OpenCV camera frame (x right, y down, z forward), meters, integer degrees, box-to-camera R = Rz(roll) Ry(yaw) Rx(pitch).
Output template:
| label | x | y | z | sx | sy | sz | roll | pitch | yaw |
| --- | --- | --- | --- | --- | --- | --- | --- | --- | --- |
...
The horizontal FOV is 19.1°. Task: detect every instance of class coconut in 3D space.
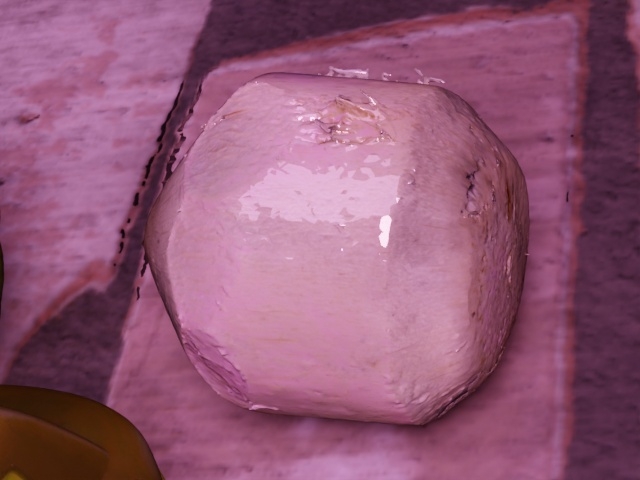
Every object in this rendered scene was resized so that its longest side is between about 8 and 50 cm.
| label | x | y | z | sx | sy | sz | roll | pitch | yaw |
| --- | --- | --- | --- | --- | --- | --- | --- | --- | --- |
| coconut | 0.000 | 0.000 | 0.883 | 0.183 | 0.171 | 0.171 | 7 | 50 | 19 |

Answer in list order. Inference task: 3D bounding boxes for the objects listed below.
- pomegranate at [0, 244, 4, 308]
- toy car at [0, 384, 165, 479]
| label | x | y | z | sx | sy | sz | roll | pitch | yaw |
| --- | --- | --- | --- | --- | --- | --- | --- | --- | --- |
| pomegranate | -0.285 | 0.007 | 0.959 | 0.247 | 0.214 | 0.214 | 5 | 43 | -10 |
| toy car | -0.167 | 0.155 | 0.775 | 0.204 | 0.198 | 0.248 | 8 | 52 | 29 |
